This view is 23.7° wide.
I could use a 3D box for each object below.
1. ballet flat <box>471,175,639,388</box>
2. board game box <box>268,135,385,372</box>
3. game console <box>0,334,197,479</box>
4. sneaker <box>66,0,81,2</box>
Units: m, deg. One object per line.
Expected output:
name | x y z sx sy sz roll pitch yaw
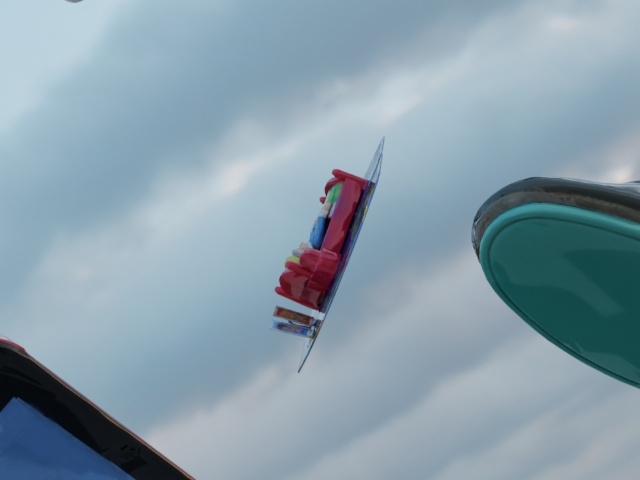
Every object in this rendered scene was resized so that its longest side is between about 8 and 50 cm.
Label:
ballet flat | 0.195 0.035 0.674 0.095 0.280 0.096 -55 9 41
board game box | 0.000 0.000 0.955 0.169 0.033 0.133 -78 9 -72
game console | -0.274 0.295 1.327 0.342 0.386 0.060 -51 27 -6
sneaker | -0.183 -0.232 1.115 0.054 0.061 0.152 -39 -33 -30
